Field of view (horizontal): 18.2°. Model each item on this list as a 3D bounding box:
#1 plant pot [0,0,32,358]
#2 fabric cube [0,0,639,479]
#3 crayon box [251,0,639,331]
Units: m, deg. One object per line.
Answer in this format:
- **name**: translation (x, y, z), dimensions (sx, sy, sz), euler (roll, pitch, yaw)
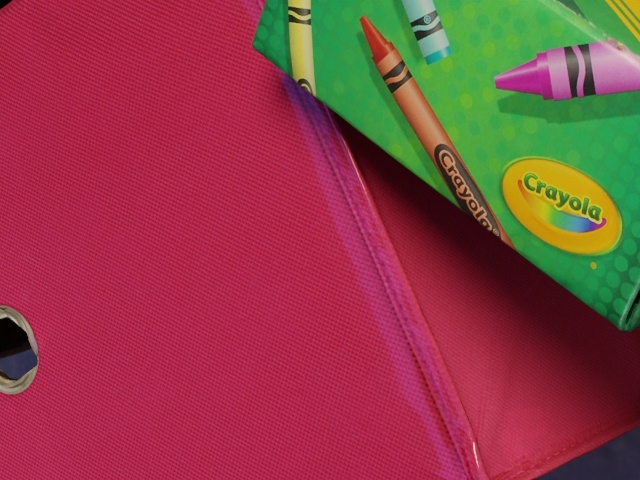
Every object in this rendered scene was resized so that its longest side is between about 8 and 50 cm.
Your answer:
- **plant pot**: translation (-0.220, -0.081, 1.066), dimensions (0.230, 0.215, 0.215), euler (37, 123, 45)
- **fabric cube**: translation (0.000, 0.000, 0.848), dimensions (0.258, 0.259, 0.254), euler (-28, 82, 40)
- **crayon box**: translation (0.131, -0.075, 0.707), dimensions (0.165, 0.278, 0.081), euler (39, 123, 26)
